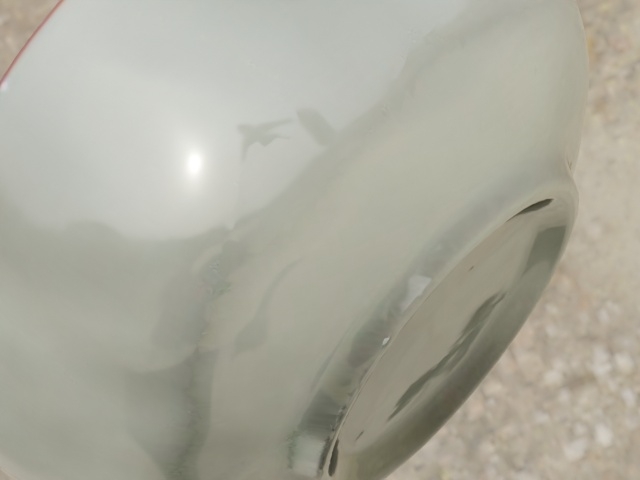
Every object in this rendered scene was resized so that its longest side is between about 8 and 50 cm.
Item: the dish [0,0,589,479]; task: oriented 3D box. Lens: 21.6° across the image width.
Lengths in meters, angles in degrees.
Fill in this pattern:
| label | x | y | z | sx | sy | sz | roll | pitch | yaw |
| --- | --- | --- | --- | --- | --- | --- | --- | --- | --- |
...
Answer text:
| label | x | y | z | sx | sy | sz | roll | pitch | yaw |
| --- | --- | --- | --- | --- | --- | --- | --- | --- | --- |
| dish | 0.000 | 0.000 | 0.548 | 0.117 | 0.256 | 0.256 | 39 | 64 | 20 |
